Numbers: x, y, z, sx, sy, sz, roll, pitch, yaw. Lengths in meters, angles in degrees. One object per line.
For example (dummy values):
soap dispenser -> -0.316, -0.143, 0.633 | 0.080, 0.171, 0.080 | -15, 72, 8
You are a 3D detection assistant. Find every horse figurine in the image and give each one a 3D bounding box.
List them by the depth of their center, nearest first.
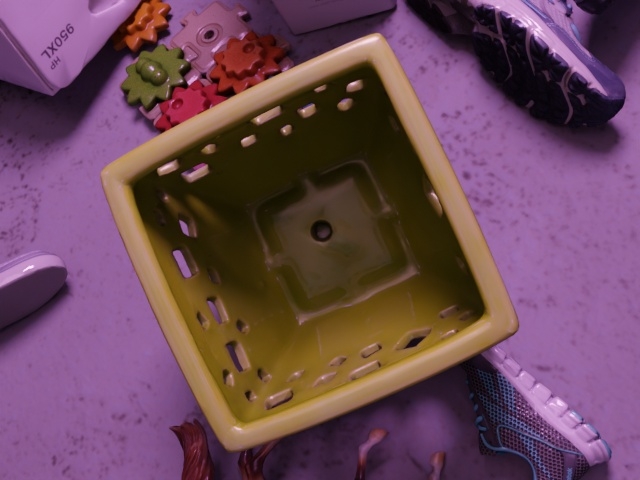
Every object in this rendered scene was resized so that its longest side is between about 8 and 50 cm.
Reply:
horse figurine -> -0.014, 0.233, 0.604 | 0.263, 0.066, 0.174 | 11, 68, 18

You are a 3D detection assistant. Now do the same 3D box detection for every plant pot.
plant pot -> 0.000, 0.000, 0.585 | 0.227, 0.207, 0.228 | -24, 90, 8

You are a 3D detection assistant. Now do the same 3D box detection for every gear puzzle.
gear puzzle -> -0.136, -0.197, 0.807 | 0.175, 0.044, 0.339 | -43, 60, -4

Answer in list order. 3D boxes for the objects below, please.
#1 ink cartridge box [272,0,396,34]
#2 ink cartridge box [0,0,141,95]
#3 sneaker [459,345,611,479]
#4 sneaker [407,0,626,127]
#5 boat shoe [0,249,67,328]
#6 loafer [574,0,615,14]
ink cartridge box -> -0.031, -0.388, 0.709 | 0.129, 0.307, 0.223 | -12, 67, 15
ink cartridge box -> -0.403, -0.367, 0.867 | 0.395, 0.166, 0.285 | 20, 67, 25
sneaker -> 0.147, 0.137, 0.592 | 0.076, 0.065, 0.166 | -48, 63, 0
sneaker -> 0.195, -0.228, 0.689 | 0.122, 0.110, 0.283 | -36, 65, -5
boat shoe -> -0.377, 0.059, 0.775 | 0.228, 0.079, 0.081 | -30, 69, 8
loafer -> 0.300, -0.277, 0.667 | 0.078, 0.076, 0.223 | 40, 63, -6
